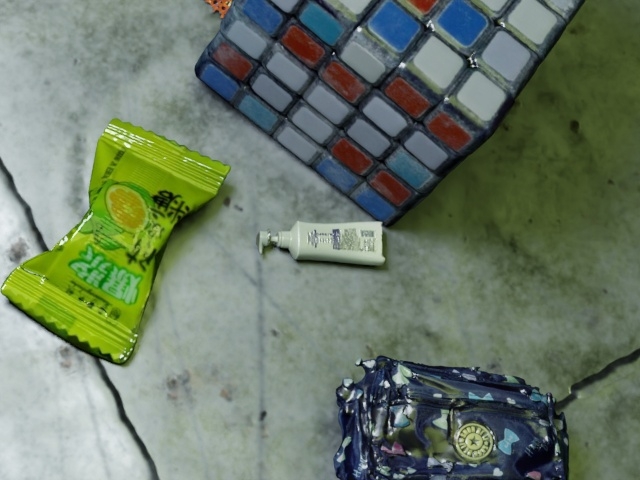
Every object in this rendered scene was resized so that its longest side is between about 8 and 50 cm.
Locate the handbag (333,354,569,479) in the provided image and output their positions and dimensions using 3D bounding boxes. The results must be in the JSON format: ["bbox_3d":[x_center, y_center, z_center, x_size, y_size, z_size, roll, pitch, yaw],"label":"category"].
[{"bbox_3d":[0.138,0.207,1.815,0.260,0.113,0.162,9,55,-16],"label":"handbag"}]

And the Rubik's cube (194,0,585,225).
[{"bbox_3d":[0.084,-0.238,1.876,0.293,0.292,0.287,39,64,-4],"label":"Rubik's cube"}]

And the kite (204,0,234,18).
[{"bbox_3d":[-0.055,-0.256,2.004,0.125,0.008,0.222,-38,84,-28],"label":"kite"}]

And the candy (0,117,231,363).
[{"bbox_3d":[-0.209,-0.010,1.828,0.149,0.069,0.246,30,65,-6],"label":"candy"}]

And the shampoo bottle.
[{"bbox_3d":[0.000,0.000,1.904,0.141,0.034,0.049,3,76,-15],"label":"shampoo bottle"}]
